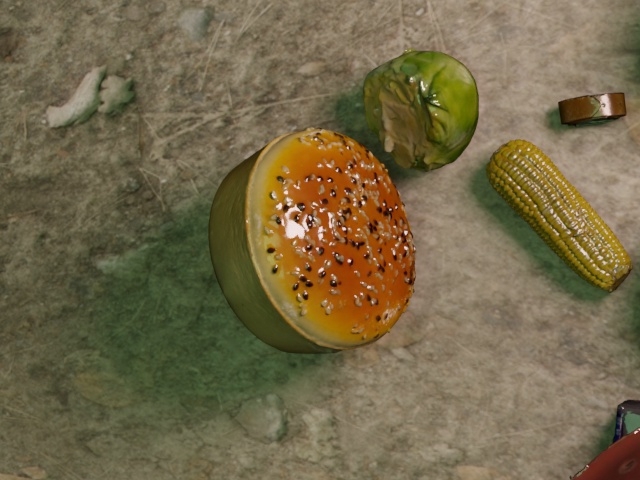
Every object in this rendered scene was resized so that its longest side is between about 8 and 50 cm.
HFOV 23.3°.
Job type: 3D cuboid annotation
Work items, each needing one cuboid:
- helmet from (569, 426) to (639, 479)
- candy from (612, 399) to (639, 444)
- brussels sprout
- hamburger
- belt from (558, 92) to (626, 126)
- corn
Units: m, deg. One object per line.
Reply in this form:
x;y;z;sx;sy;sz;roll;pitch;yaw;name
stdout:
0.456;0.384;1.779;0.384;0.230;0.338;-11;96;-4;helmet
0.386;0.357;1.932;0.061;0.088;0.313;6;93;20;candy
0.138;-0.173;1.988;0.149;0.122;0.151;56;142;15;brussels sprout
0.000;0.000;1.955;0.176;0.300;0.300;-15;87;36;hamburger
0.340;-0.164;1.946;0.083;0.059;0.036;-7;89;18;belt
0.302;-0.033;1.955;0.080;0.080;0.231;-45;77;15;corn
